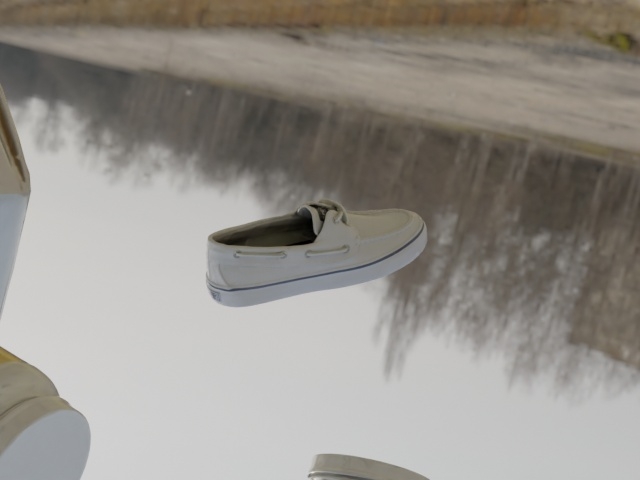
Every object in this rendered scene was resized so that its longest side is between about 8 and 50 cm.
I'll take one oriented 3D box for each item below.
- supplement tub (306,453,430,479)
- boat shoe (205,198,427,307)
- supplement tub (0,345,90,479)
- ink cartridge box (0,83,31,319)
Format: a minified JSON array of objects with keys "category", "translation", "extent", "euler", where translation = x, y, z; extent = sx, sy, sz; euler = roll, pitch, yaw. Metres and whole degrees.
[{"category":"supplement tub","translation":[0.028,0.314,1.188],"extent":[0.144,0.199,0.144],"euler":[12,161,4]},{"category":"boat shoe","translation":[0.000,0.000,1.360],"extent":[0.258,0.084,0.095],"euler":[-17,-145,-22]},{"category":"supplement tub","translation":[-0.486,0.230,1.616],"extent":[0.331,0.241,0.241],"euler":[26,-170,24]},{"category":"ink cartridge box","translation":[-0.284,0.070,0.440],"extent":[0.279,0.384,0.160],"euler":[-6,-131,-32]}]
